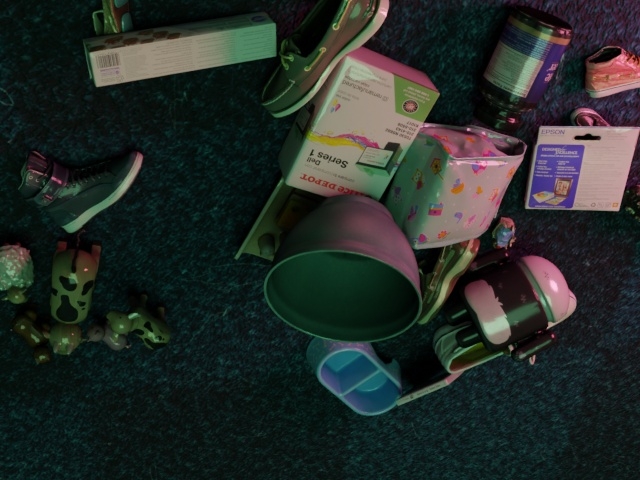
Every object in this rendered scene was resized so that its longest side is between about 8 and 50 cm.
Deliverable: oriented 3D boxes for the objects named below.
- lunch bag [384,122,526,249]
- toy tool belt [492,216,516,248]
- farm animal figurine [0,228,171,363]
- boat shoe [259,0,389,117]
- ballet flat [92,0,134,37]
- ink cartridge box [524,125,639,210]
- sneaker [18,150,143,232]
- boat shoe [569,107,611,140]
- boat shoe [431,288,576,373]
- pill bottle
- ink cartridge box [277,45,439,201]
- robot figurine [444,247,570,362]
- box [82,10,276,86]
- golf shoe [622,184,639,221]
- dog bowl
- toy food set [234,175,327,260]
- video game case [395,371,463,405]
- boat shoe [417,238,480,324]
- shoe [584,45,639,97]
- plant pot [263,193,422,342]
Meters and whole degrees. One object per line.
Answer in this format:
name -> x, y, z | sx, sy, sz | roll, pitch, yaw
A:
lunch bag -> 0.283, -0.114, 1.501 | 0.262, 0.160, 0.223 | -6, 127, -34
toy tool belt -> 0.416, -0.008, 1.670 | 0.052, 0.051, 0.083 | 4, 123, -14
farm animal figurine -> -0.486, 0.144, 1.514 | 0.330, 0.172, 0.327 | -7, 125, -7
boat shoe -> -0.016, -0.334, 1.280 | 0.091, 0.109, 0.305 | 21, 133, -36
ballet flat -> -0.355, -0.395, 1.242 | 0.067, 0.073, 0.206 | 10, 120, 8
ink cartridge box -> 0.552, -0.160, 1.572 | 0.206, 0.045, 0.208 | 2, 127, 4
sneaker -> -0.461, -0.126, 1.388 | 0.226, 0.086, 0.163 | -36, 126, 15
boat shoe -> 0.588, -0.235, 1.557 | 0.142, 0.040, 0.049 | 24, 116, -25
boat shoe -> 0.460, 0.233, 1.778 | 0.367, 0.156, 0.136 | -19, 126, 2
pill bottle -> 0.377, -0.322, 1.405 | 0.123, 0.123, 0.219 | 10, 122, -18
ink cartridge box -> 0.066, -0.216, 1.416 | 0.201, 0.117, 0.278 | 17, 119, -21
robot figurine -> 0.424, 0.147, 1.679 | 0.278, 0.173, 0.209 | -27, 110, 6
box -> -0.236, -0.330, 1.263 | 0.324, 0.063, 0.067 | -16, 132, -18
golf shoe -> 0.796, -0.074, 1.691 | 0.273, 0.105, 0.120 | 30, 95, -32
dog bowl -> 0.092, 0.329, 1.820 | 0.166, 0.074, 0.297 | -36, 124, 13
toy food set -> 0.000, 0.000, 1.565 | 0.306, 0.092, 0.220 | 20, 118, -24
video game case -> 0.274, 0.361, 1.834 | 0.143, 0.157, 0.019 | -29, 81, 24
boat shoe -> 0.262, 0.077, 1.687 | 0.095, 0.095, 0.257 | 28, 118, 0
shoe -> 0.615, -0.350, 1.470 | 0.178, 0.063, 0.081 | -17, 131, 5
plant pot -> 0.052, 0.037, 1.416 | 0.293, 0.196, 0.293 | 6, 141, 5
